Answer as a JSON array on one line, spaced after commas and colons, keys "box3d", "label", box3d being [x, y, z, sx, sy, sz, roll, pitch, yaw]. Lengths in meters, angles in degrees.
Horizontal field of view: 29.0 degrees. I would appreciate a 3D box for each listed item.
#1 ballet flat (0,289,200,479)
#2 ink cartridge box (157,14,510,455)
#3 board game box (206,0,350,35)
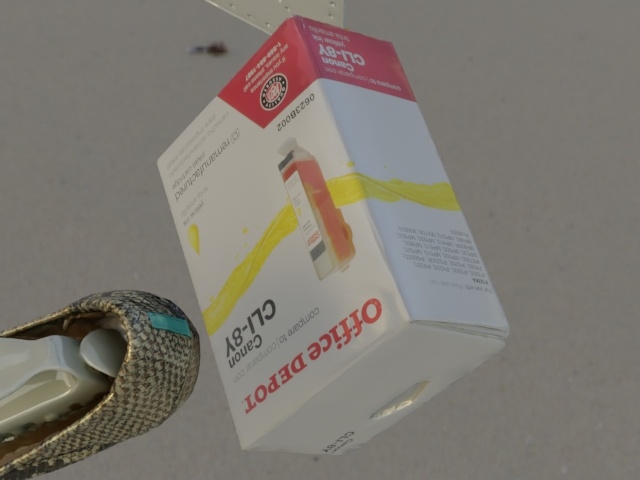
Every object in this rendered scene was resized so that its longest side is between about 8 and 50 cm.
[{"box3d": [-0.335, 0.159, 1.028, 0.482, 0.182, 0.164, -25, 70, 7], "label": "ballet flat"}, {"box3d": [0.000, 0.000, 1.334, 0.160, 0.279, 0.385, 9, 50, -43], "label": "ink cartridge box"}, {"box3d": [-0.116, -0.485, 2.068, 0.390, 0.390, 0.050, 30, 70, 12], "label": "board game box"}]
